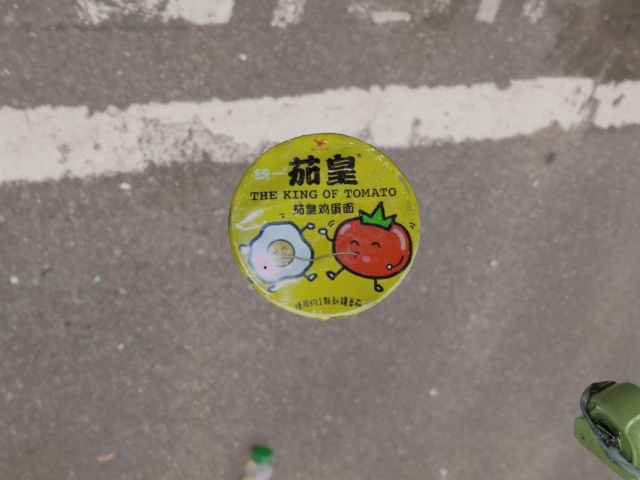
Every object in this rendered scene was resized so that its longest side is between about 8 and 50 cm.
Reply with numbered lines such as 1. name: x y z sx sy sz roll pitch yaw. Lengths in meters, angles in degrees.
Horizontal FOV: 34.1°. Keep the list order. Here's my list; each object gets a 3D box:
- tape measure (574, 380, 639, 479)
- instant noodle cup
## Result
1. tape measure: 0.515 0.326 1.769 0.106 0.200 0.175 -23 127 -16
2. instant noodle cup: 0.000 0.000 1.050 0.182 0.182 0.144 -43 173 -12
